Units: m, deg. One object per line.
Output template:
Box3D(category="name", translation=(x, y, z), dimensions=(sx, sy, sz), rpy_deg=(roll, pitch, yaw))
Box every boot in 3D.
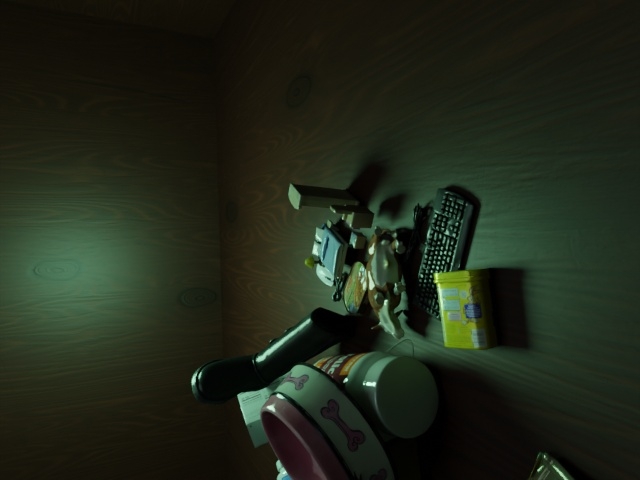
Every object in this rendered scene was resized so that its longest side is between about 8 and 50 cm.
Box3D(category="boot", translation=(-0.156, 0.381, 1.446), dimensions=(0.445, 0.367, 0.146), rpy_deg=(-34, 69, 25))

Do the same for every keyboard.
Box3D(category="keyboard", translation=(0.278, 0.023, 1.098), dimensions=(0.201, 0.033, 0.316), rpy_deg=(38, 124, 57))

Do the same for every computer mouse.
Box3D(category="computer mouse", translation=(0.026, 0.132, 1.578), dimensions=(0.193, 0.042, 0.105), rpy_deg=(43, 129, 54))

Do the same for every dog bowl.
Box3D(category="dog bowl", translation=(-0.001, 0.530, 1.114), dimensions=(0.408, 0.150, 0.407), rpy_deg=(36, 143, 34))

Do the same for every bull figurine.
Box3D(category="bull figurine", translation=(0.178, 0.110, 1.175), dimensions=(0.188, 0.101, 0.310), rpy_deg=(88, 177, -74))

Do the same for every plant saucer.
Box3D(category="plant saucer", translation=(0.165, 0.736, 1.206), dimensions=(0.332, 0.081, 0.332), rpy_deg=(124, 153, -48))

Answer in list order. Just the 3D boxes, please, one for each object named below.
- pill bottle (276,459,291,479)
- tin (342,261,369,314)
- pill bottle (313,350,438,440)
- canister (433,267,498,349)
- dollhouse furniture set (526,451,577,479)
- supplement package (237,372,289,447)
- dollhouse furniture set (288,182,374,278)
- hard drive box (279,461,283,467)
Box3D(category="pill bottle", translation=(-0.109, 1.024, 1.808), dimensions=(0.221, 0.124, 0.124), rpy_deg=(62, 143, 40))
Box3D(category="tin", translation=(0.123, 0.153, 1.399), dimensions=(0.106, 0.040, 0.189), rpy_deg=(52, 135, 43))
Box3D(category="pill bottle", translation=(0.126, 0.426, 1.205), dimensions=(0.392, 0.224, 0.223), rpy_deg=(-32, 63, 59))
Box3D(category="canister", translation=(0.323, 0.151, 0.965), dimensions=(0.126, 0.073, 0.169), rpy_deg=(-13, 82, 54))
Box3D(category="dollhouse furniture set", translation=(0.470, 0.550, 0.724), dimensions=(0.197, 0.151, 0.301), rpy_deg=(-63, 16, 10))
Box3D(category="supplement package", translation=(-0.168, 0.653, 1.696), dimensions=(0.145, 0.262, 0.204), rpy_deg=(-122, 20, -45))
Box3D(category="dollhouse furniture set", translation=(0.000, 0.000, 1.406), dimensions=(0.286, 0.198, 0.303), rpy_deg=(-126, 43, -61))
Box3D(category="hard drive box", translation=(-0.020, 0.674, 1.495), dimensions=(0.089, 0.232, 0.181), rpy_deg=(62, 144, 41))
